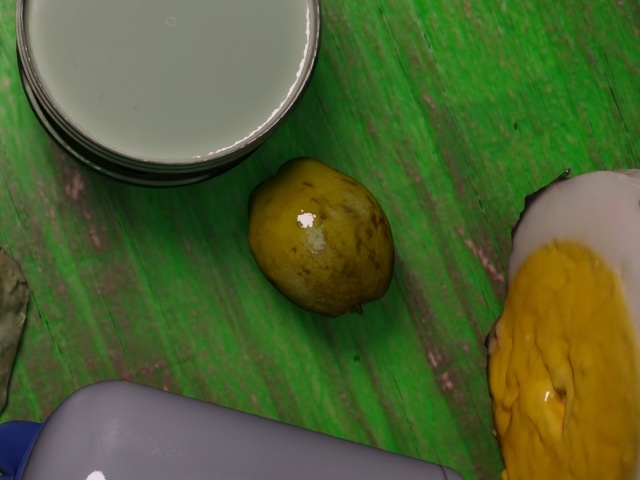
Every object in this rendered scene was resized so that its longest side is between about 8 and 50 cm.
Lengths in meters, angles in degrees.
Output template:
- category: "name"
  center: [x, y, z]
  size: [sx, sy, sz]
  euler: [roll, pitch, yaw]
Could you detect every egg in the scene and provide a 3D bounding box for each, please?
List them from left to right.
- category: "egg"
  center: [0.274, 0.106, 1.435]
  size: [0.201, 0.337, 0.337]
  euler: [-1, 86, -25]

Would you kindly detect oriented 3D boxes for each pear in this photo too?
- category: "pear"
  center: [0.000, 0.000, 1.495]
  size: [0.107, 0.107, 0.131]
  euler: [-31, 84, -9]

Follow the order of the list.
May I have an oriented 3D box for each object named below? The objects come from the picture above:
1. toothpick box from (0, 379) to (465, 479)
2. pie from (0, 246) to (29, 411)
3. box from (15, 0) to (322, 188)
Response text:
- category: "toothpick box"
  center: [-0.086, 0.229, 1.414]
  size: [0.354, 0.263, 0.263]
  euler: [17, 84, -7]
- category: "pie"
  center: [-0.357, 0.085, 1.447]
  size: [0.257, 0.105, 0.274]
  euler: [43, 84, -19]
- category: "box"
  center: [-0.118, -0.158, 1.464]
  size: [0.226, 0.149, 0.226]
  euler: [0, 86, -8]
